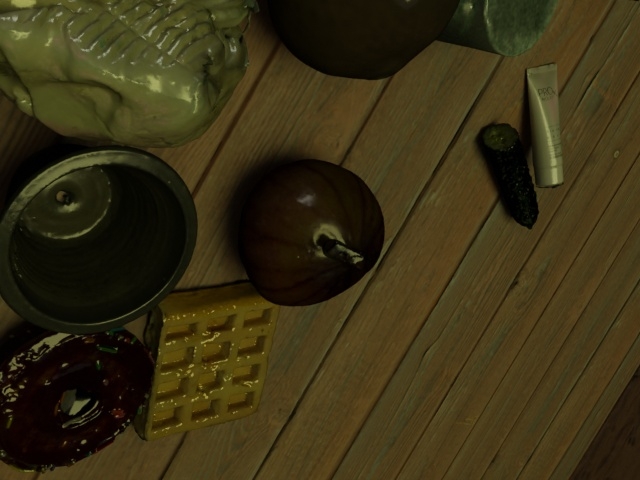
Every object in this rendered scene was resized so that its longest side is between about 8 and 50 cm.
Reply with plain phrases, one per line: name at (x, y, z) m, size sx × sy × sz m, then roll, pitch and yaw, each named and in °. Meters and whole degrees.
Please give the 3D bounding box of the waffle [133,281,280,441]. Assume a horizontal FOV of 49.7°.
waffle at (-0.177, 0.191, 1.105) m, size 0.221 × 0.055 × 0.248 m, roll -5°, pitch 116°, yaw -39°

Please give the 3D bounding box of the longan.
longan at (0.057, -0.332, 0.874) m, size 0.258 × 0.258 × 0.258 m, roll -21°, pitch 126°, yaw -31°

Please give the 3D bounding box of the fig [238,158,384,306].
fig at (-0.010, -0.004, 1.043) m, size 0.235 × 0.214 × 0.235 m, roll -51°, pitch 158°, yaw -29°

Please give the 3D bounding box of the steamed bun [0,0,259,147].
steamed bun at (-0.225, -0.216, 0.729) m, size 0.280 × 0.268 × 0.207 m, roll 17°, pitch 146°, yaw -26°

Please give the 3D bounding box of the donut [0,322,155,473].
donut at (-0.347, 0.200, 0.938) m, size 0.235 × 0.089 × 0.235 m, roll -20°, pitch 125°, yaw -32°

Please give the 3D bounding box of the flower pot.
flower pot at (-0.283, -0.025, 0.822) m, size 0.235 × 0.148 × 0.235 m, roll -21°, pitch 129°, yaw -29°

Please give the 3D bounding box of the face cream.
face cream at (0.456, -0.230, 1.399) m, size 0.092 × 0.058 × 0.244 m, roll -19°, pitch 107°, yaw -33°

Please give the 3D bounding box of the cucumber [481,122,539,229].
cucumber at (0.398, -0.121, 1.419) m, size 0.072 × 0.072 × 0.300 m, roll -46°, pitch 137°, yaw -11°

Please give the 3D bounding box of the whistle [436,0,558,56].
whistle at (0.294, -0.439, 1.078) m, size 0.405 × 0.168 × 0.188 m, roll -45°, pitch 136°, yaw -18°
